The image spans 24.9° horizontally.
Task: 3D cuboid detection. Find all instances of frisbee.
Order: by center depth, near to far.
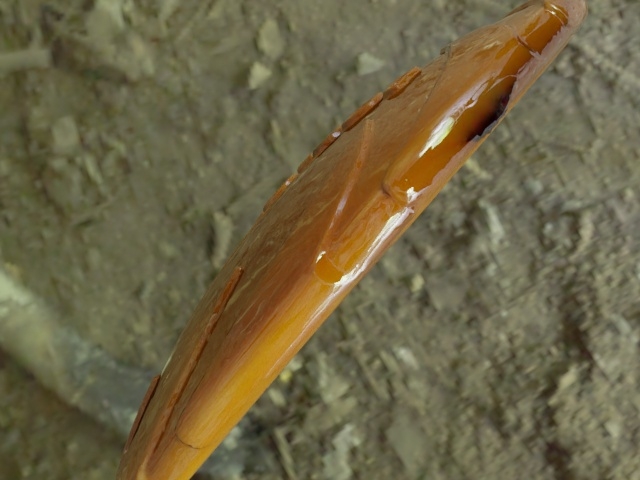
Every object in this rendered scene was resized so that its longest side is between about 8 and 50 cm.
[{"bbox_3d":[0.000,0.000,0.399,0.035,0.192,0.192,40,129,3],"label":"frisbee"}]
